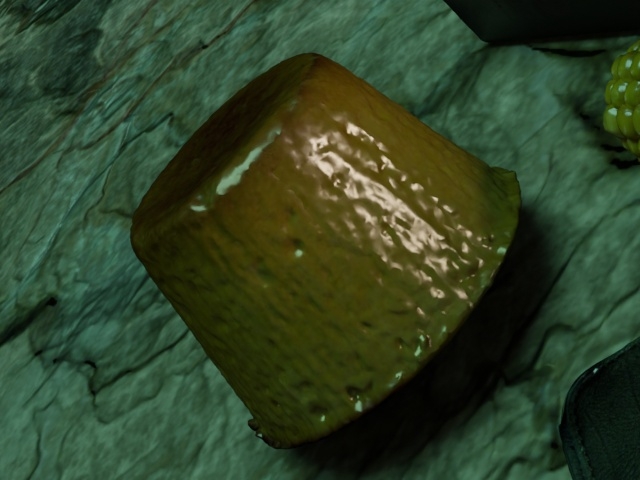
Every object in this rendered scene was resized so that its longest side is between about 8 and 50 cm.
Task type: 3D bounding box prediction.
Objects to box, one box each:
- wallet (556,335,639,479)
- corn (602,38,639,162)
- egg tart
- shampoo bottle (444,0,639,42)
[{"bbox_3d":[0.195,0.133,0.676,0.172,0.045,0.318,-34,33,16],"label":"wallet"},{"bbox_3d":[0.260,-0.061,0.753,0.318,0.115,0.115,4,58,53],"label":"corn"},{"bbox_3d":[0.000,0.000,0.946,0.215,0.171,0.215,-41,16,14],"label":"egg tart"},{"bbox_3d":[0.176,-0.177,1.011,0.246,0.080,0.079,2,58,52],"label":"shampoo bottle"}]
